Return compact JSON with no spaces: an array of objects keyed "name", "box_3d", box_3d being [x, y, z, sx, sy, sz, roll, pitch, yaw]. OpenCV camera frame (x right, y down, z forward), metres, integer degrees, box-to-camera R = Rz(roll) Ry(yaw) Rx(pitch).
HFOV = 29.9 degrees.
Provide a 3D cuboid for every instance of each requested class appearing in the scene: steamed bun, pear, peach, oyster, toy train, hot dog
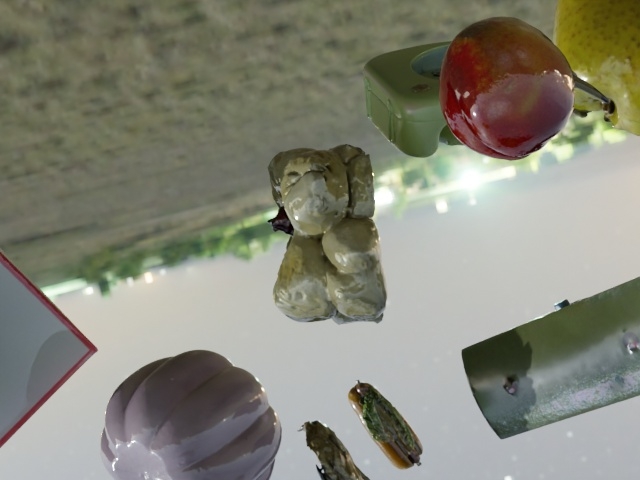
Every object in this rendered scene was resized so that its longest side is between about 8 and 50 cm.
[{"name":"steamed bun","box_3d":[0.000,0.000,1.126,0.106,0.177,0.192,-9,-175,-5]},{"name":"pear","box_3d":[0.482,-0.326,1.581,0.340,0.191,0.386,30,-116,34]},{"name":"peach","box_3d":[0.125,-0.106,0.824,0.101,0.100,0.101,-14,-179,0]},{"name":"oyster","box_3d":[0.073,0.333,1.373,0.079,0.345,0.129,-37,-156,-10]},{"name":"toy train","box_3d":[0.313,0.112,1.277,0.202,0.131,0.300,-19,172,-45]},{"name":"hot dog","box_3d":[0.081,0.223,1.455,0.056,0.133,0.041,-41,-175,-37]}]

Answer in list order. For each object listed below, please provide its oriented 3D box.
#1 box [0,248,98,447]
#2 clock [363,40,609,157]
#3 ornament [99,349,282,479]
[{"name":"box","box_3d":[-0.487,0.099,1.308,0.312,0.314,0.300,-47,-157,-13]},{"name":"clock","box_3d":[0.168,-0.151,1.205,0.232,0.069,0.170,-10,-155,-10]},{"name":"ornament","box_3d":[-0.124,0.195,1.190,0.178,0.177,0.177,-14,-179,0]}]
